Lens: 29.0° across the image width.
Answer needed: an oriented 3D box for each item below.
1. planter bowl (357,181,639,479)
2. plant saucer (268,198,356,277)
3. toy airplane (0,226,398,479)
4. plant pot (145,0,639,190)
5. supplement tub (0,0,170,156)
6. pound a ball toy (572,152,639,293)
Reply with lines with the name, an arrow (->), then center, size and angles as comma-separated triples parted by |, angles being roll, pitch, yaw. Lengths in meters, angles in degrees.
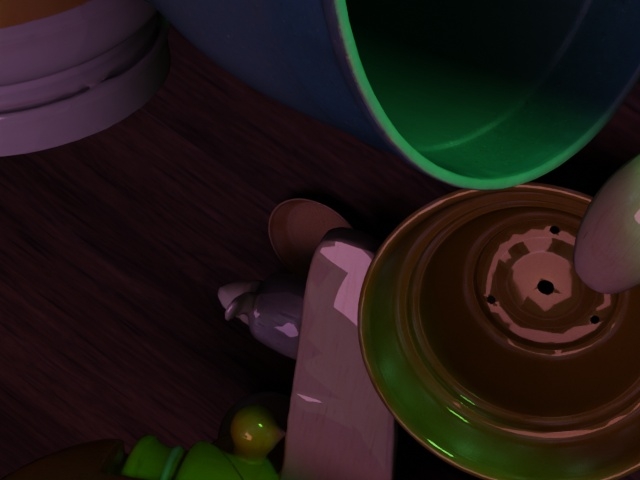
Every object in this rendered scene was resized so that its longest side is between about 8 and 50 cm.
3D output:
planter bowl -> 0.140, 0.047, 0.798 | 0.217, 0.090, 0.217 | 8, 117, 16
plant saucer -> 0.000, 0.000, 0.930 | 0.083, 0.015, 0.083 | 19, 134, 22
toy airplane -> -0.010, 0.211, 0.968 | 0.386, 0.272, 0.384 | -38, 115, 13
plant pot -> 0.012, -0.188, 0.609 | 0.255, 0.272, 0.271 | 23, 136, 41
supplement tub -> -0.210, -0.231, 0.736 | 0.228, 0.228, 0.316 | 14, 131, 27
pound a ball toy -> 0.271, 0.050, 0.636 | 0.319, 0.208, 0.136 | 41, 137, 0
